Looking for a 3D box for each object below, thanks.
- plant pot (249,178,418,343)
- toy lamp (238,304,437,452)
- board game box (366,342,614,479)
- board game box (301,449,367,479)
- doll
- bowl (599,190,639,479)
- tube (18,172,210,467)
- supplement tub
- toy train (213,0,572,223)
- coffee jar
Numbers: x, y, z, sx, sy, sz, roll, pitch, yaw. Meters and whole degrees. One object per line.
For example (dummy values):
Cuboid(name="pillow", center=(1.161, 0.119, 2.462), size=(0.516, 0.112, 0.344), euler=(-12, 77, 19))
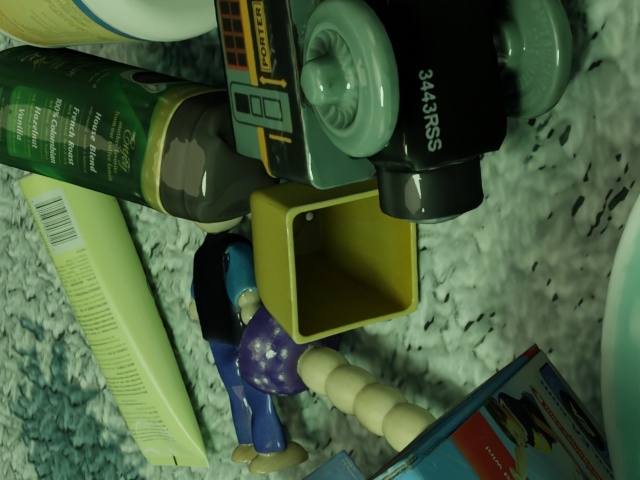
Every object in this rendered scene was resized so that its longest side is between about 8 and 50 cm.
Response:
Cuboid(name="plant pot", center=(0.000, 0.000, 0.926), size=(0.083, 0.082, 0.081), euler=(33, 131, 56))
Cuboid(name="toy lamp", center=(0.064, 0.115, 0.895), size=(0.275, 0.080, 0.080), euler=(34, 131, 43))
Cuboid(name="board game box", center=(0.125, 0.204, 0.634), size=(0.086, 0.302, 0.308), euler=(-38, 83, 15))
Cuboid(name="board game box", center=(0.050, 0.248, 0.938), size=(0.243, 0.042, 0.165), euler=(54, 156, 8))
Cuboid(name="doll", center=(-0.056, 0.052, 1.043), size=(0.129, 0.046, 0.189), euler=(-168, 65, -68))
Cuboid(name="bowl", center=(0.263, 0.061, 0.534), size=(0.311, 0.163, 0.311), euler=(27, 127, 43))
Cuboid(name="tube", center=(-0.146, 0.054, 1.161), size=(0.070, 0.062, 0.240), euler=(-58, -53, -80))
Cuboid(name="supplement tub", center=(-0.138, -0.188, 0.958), size=(0.200, 0.144, 0.144), euler=(7, 111, 51))
Cuboid(name="toy train", center=(0.013, -0.175, 0.785), size=(0.190, 0.142, 0.333), euler=(17, 119, 59))
Cuboid(name="coffee jar", center=(-0.116, -0.067, 0.993), size=(0.184, 0.096, 0.079), euler=(16, 106, 28))
